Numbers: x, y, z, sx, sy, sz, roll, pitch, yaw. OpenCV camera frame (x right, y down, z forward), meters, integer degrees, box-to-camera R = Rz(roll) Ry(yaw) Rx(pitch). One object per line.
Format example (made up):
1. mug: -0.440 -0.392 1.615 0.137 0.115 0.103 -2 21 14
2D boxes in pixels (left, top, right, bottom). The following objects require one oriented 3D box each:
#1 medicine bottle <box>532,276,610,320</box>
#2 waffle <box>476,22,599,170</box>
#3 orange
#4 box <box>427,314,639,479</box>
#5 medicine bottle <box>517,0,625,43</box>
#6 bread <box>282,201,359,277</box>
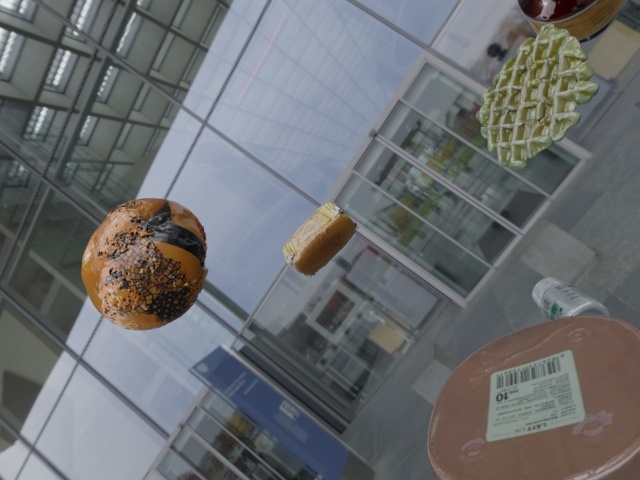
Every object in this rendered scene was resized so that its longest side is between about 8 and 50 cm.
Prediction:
1. medicine bottle: 0.455 0.123 0.762 0.080 0.080 0.130 -56 11 14
2. waffle: 0.483 -0.328 0.964 0.292 0.056 0.310 124 149 -46
3. orange: -0.300 0.039 0.709 0.182 0.234 0.235 17 -66 -42
4. box: 0.258 0.226 0.403 0.300 0.216 0.301 -33 2 1
5. medicine bottle: 0.596 -0.676 1.017 0.394 0.242 0.243 15 -64 -45
6. bread: 0.000 0.000 1.322 0.241 0.107 0.136 -45 -46 8
